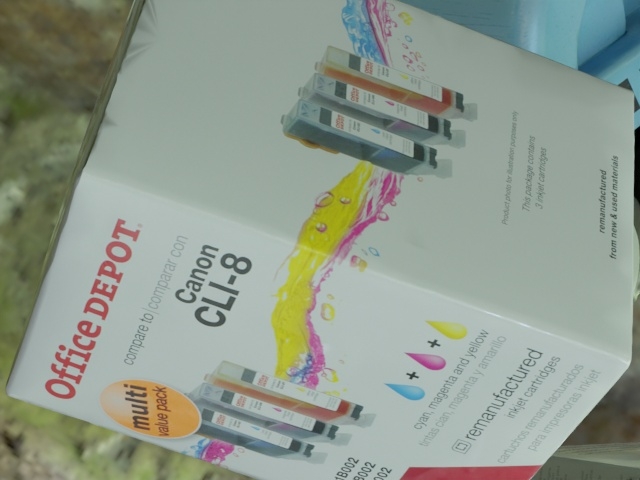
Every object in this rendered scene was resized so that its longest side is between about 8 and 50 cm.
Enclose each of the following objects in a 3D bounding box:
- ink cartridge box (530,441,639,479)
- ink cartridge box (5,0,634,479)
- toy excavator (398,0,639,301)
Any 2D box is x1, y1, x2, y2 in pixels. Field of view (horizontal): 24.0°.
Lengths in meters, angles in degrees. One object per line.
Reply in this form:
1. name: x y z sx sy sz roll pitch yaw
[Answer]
1. ink cartridge box: 0.227 0.154 0.965 0.223 0.045 0.224 4 -4 -37
2. ink cartridge box: 0.000 0.000 0.514 0.176 0.127 0.128 20 -42 -8
3. toy excavator: 0.166 -0.213 1.050 0.222 0.433 0.445 12 -53 43
